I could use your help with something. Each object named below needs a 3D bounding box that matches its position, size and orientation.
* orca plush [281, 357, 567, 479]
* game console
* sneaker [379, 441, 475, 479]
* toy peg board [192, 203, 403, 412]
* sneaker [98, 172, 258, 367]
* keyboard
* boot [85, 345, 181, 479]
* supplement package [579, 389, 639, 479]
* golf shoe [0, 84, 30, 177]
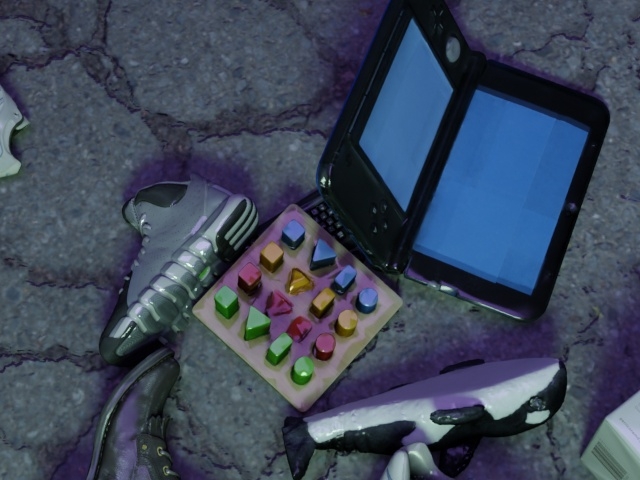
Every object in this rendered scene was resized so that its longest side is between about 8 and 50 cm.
[{"bbox_3d":[0.111,0.200,1.393,0.287,0.151,0.102,-17,100,-8],"label":"orca plush"},{"bbox_3d":[0.158,-0.103,1.464,0.173,0.250,0.293,5,60,32],"label":"game console"},{"bbox_3d":[0.145,0.294,1.261,0.111,0.129,0.297,-16,35,-42],"label":"sneaker"},{"bbox_3d":[-0.022,0.063,1.444,0.161,0.079,0.160,42,78,6],"label":"toy peg board"},{"bbox_3d":[-0.180,0.021,1.491,0.132,0.086,0.228,33,73,27],"label":"sneaker"},{"bbox_3d":[0.000,0.000,1.515,0.180,0.023,0.108,-32,71,-9],"label":"keyboard"},{"bbox_3d":[-0.131,0.261,1.393,0.229,0.091,0.263,25,75,5],"label":"boot"},{"bbox_3d":[0.425,0.170,1.349,0.293,0.177,0.175,-36,71,-12],"label":"supplement package"},{"bbox_3d":[-0.370,-0.148,1.574,0.086,0.069,0.176,5,70,-18],"label":"golf shoe"}]
